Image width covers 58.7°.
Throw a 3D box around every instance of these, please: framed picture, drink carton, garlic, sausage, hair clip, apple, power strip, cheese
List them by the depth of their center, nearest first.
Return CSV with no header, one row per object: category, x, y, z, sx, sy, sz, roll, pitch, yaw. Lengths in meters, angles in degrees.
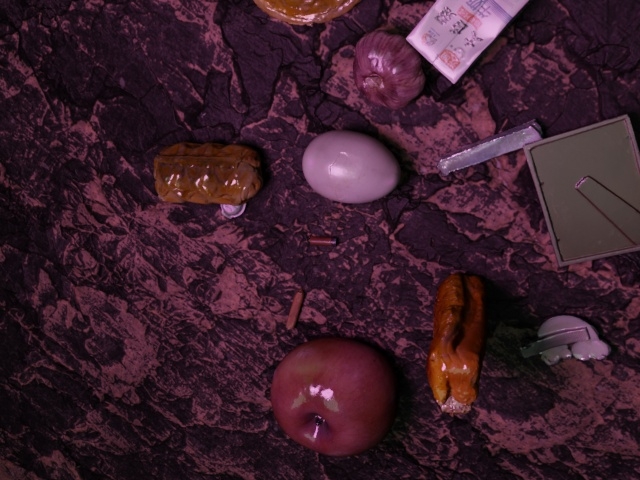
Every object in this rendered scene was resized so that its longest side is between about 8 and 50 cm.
drink carton,0.304,-0.439,1.004,0.130,0.106,0.315,45,120,3
framed picture,0.509,-0.087,1.070,0.189,0.023,0.259,-17,102,24
power strip,0.537,-0.042,1.106,0.169,0.028,0.076,20,116,12
garlic,0.129,-0.329,1.114,0.147,0.102,0.159,-13,115,45
hair clip,0.511,0.212,1.205,0.172,0.049,0.116,-21,105,25
apple,0.034,0.372,1.357,0.306,0.235,0.305,8,114,18
cheese,-0.205,-0.106,1.389,0.067,0.026,0.120,36,111,7
sausage,-0.064,0.174,1.441,0.026,0.026,0.116,23,116,13

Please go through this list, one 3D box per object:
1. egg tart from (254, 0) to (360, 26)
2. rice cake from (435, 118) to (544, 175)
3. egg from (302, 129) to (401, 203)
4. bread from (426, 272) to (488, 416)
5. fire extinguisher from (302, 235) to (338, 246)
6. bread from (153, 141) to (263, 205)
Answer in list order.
egg tart,-0.034,-0.582,1.074,0.342,0.132,0.341,7,111,19
rice cake,0.332,-0.183,1.133,0.211,0.034,0.043,-18,111,27
egg,0.064,-0.152,1.189,0.209,0.151,0.151,14,114,15
bread,0.265,0.209,1.116,0.109,0.380,0.185,8,112,13
fire extinguisher,0.000,0.000,1.347,0.083,0.022,0.028,4,148,22
bread,-0.258,-0.156,1.328,0.268,0.130,0.151,5,79,20
